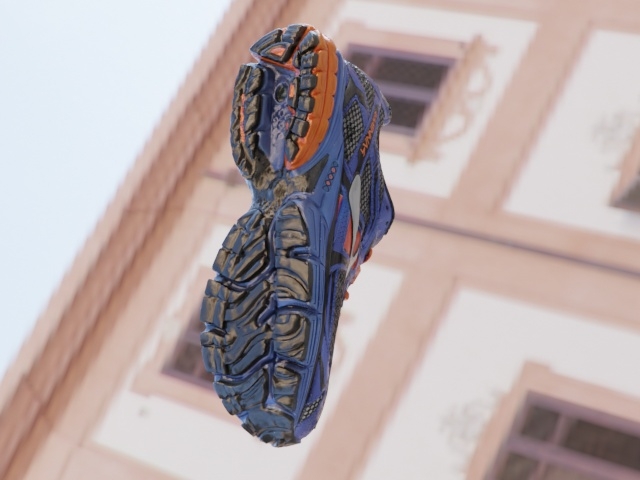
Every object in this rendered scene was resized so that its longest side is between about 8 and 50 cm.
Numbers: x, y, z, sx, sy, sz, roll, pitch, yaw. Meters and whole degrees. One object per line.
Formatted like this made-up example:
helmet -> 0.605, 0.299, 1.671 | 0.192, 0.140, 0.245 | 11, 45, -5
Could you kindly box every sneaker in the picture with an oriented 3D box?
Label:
sneaker -> 0.000, 0.000, 0.944 | 0.087, 0.083, 0.221 | 19, -105, -40
